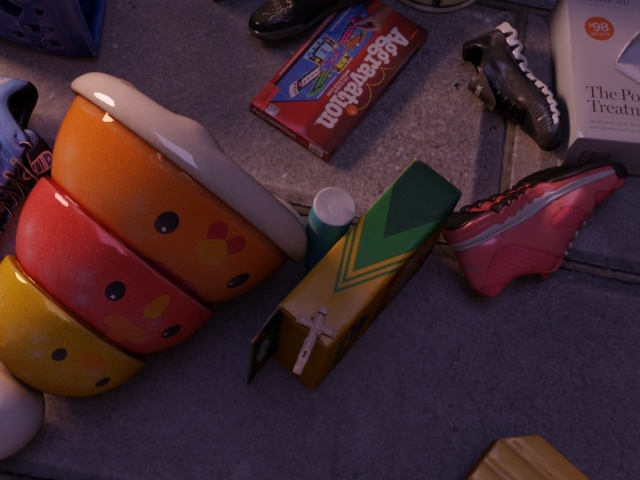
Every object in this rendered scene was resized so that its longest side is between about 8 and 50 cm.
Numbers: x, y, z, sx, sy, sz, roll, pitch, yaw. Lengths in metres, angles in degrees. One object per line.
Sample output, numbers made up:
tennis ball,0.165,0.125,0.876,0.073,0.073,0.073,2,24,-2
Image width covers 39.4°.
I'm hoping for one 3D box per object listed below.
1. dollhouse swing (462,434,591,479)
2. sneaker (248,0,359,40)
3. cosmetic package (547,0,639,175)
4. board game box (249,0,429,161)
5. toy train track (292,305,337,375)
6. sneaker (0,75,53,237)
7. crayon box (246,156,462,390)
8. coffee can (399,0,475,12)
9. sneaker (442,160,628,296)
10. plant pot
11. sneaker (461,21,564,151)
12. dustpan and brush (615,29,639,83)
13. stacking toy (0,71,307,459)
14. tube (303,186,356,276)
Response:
dollhouse swing,0.305,0.406,0.976,0.305,0.315,0.347,47,69,-8
sneaker,-0.019,-0.397,1.357,0.227,0.130,0.087,-27,51,-4
cosmetic package,0.554,-0.239,1.384,0.377,0.097,0.284,5,63,-4
board game box,0.033,-0.261,1.371,0.145,0.027,0.281,34,67,8
toy train track,-0.011,0.109,0.991,0.048,0.014,0.083,22,69,4
sneaker,-0.434,-0.090,1.188,0.147,0.130,0.330,-2,66,-5
crayon box,0.038,0.065,1.134,0.081,0.202,0.318,39,69,11
coffee can,0.198,-0.514,1.364,0.201,0.275,0.201,3,66,-6
sneaker,0.313,-0.019,1.270,0.314,0.116,0.136,-23,100,-22
plant pot,-0.434,-0.419,1.282,0.212,0.236,0.236,2,67,0
sneaker,0.283,-0.225,1.359,0.106,0.078,0.234,-16,65,-10
dustpan and brush,0.554,-0.304,1.326,0.147,0.060,0.211,36,67,11
stacking toy,-0.276,0.073,1.087,0.350,0.350,0.480,36,86,10
tube,0.000,0.000,1.153,0.052,0.207,0.080,-6,67,-13
